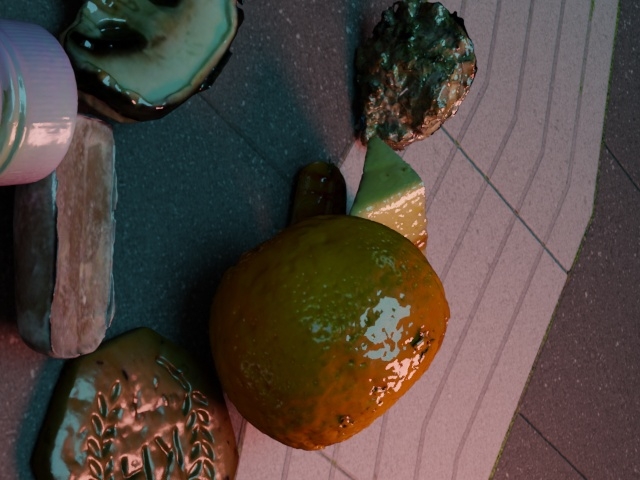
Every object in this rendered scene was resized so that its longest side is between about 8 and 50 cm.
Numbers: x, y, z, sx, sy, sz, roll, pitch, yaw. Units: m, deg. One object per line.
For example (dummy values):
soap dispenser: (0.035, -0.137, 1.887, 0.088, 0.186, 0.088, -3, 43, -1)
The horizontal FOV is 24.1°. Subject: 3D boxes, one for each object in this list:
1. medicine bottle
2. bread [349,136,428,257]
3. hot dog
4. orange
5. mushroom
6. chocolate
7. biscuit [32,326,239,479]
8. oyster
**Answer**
medicine bottle: (-0.468, -0.151, 1.621, 0.388, 0.219, 0.219, -8, 91, -52)
bread: (0.097, -0.013, 2.300, 0.178, 0.142, 0.266, -60, 157, -31)
hot dog: (0.000, 0.000, 2.302, 0.104, 0.076, 0.250, 31, 59, -46)
orange: (0.003, 0.115, 2.087, 0.293, 0.340, 0.340, 46, 44, 1)
mushroom: (-0.239, -0.298, 2.014, 0.247, 0.130, 0.344, 33, 57, -25)
chocolate: (-0.325, -0.006, 1.860, 0.185, 0.100, 0.303, 5, 84, -78)
biscuit: (-0.234, 0.292, 1.992, 0.359, 0.046, 0.359, 8, 80, -51)
oyster: (0.141, -0.266, 2.445, 0.092, 0.198, 0.259, -4, 127, -60)
